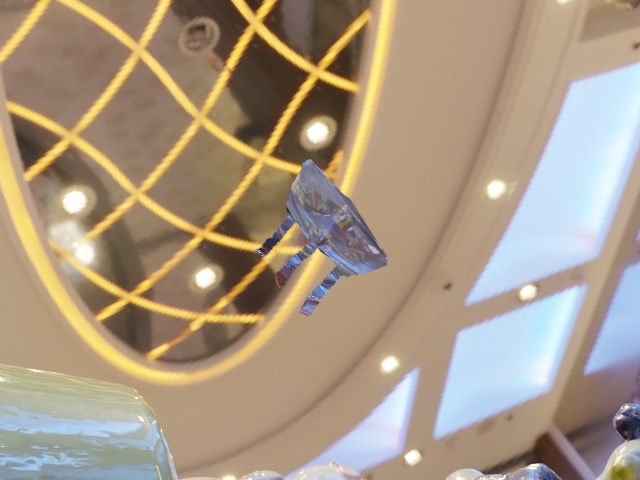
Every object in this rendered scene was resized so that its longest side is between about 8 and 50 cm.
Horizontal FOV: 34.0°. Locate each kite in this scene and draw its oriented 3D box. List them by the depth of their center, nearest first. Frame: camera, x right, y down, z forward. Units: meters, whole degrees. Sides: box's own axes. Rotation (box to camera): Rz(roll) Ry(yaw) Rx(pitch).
[{"bbox_3d":[-0.001,0.001,1.025,0.015,0.141,0.245,-41,2,25],"label":"kite"}]

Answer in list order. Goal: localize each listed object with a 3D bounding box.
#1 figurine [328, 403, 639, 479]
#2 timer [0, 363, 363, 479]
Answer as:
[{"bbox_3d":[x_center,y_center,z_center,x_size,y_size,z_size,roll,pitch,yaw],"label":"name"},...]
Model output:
[{"bbox_3d":[0.206,0.243,0.963,0.338,0.205,0.283,-27,5,-3],"label":"figurine"},{"bbox_3d":[-0.074,0.206,0.569,0.315,0.291,0.291,2,-49,-22],"label":"timer"}]
